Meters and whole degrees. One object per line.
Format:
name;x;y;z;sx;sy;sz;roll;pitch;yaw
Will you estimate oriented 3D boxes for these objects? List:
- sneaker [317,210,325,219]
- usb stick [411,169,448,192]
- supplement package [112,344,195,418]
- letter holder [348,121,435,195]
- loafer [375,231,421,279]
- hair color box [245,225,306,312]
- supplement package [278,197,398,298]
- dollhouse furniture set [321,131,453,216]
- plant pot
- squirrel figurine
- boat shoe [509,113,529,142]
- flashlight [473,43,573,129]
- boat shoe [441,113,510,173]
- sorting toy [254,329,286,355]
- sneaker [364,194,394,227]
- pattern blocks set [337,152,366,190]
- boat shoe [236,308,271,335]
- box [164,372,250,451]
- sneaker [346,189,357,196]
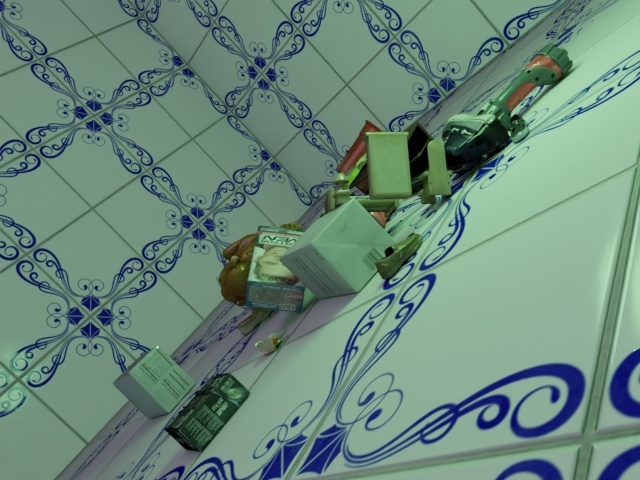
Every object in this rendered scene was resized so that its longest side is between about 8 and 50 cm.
sneaker;0.105;-0.113;2.135;0.256;0.151;0.094;-40;6;14
usb stick;0.338;-0.195;1.788;0.077;0.045;0.278;-38;5;-17
supplement package;-0.622;0.532;2.095;0.145;0.204;0.262;-47;9;-37
letter holder;0.276;-0.262;2.097;0.302;0.152;0.214;-37;12;41
loafer;0.182;0.027;1.314;0.148;0.050;0.056;-47;8;-26
hair color box;-0.134;0.083;1.809;0.347;0.174;0.105;-91;9;-60
supplement package;0.040;0.033;1.537;0.177;0.175;0.293;-47;8;-20
dollhouse furniture set;0.170;-0.169;1.621;0.304;0.173;0.355;-2;-9;-8
plant pot;0.228;-0.361;2.582;0.265;0.272;0.272;-51;6;7
squirrel figurine;-0.210;0.084;2.110;0.397;0.281;0.370;-33;0;12
boat shoe;0.505;-0.291;1.452;0.049;0.040;0.142;-39;8;29
flashlight;0.579;-0.418;1.604;0.304;0.103;0.103;-48;34;-4
boat shoe;0.387;-0.272;1.609;0.158;0.127;0.340;-38;9;-3
sorting toy;-0.130;0.279;1.583;0.083;0.044;0.075;-36;3;46
sneaker;0.197;-0.127;1.870;0.136;0.116;0.314;-40;8;15
pattern blocks set;0.129;-0.266;2.240;0.324;0.026;0.285;-52;3;11
boat shoe;-0.240;0.277;2.090;0.170;0.059;0.063;-44;7;-6
box;-0.279;0.422;1.393;0.180;0.077;0.147;-48;9;-32
sneaker;0.123;-0.171;2.487;0.108;0.121;0.302;-43;7;0
